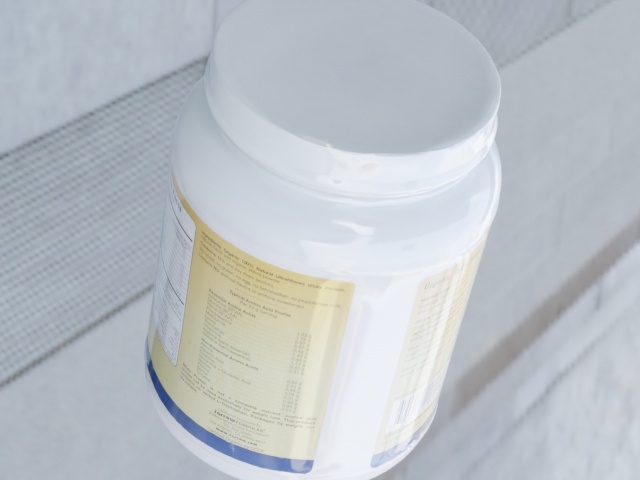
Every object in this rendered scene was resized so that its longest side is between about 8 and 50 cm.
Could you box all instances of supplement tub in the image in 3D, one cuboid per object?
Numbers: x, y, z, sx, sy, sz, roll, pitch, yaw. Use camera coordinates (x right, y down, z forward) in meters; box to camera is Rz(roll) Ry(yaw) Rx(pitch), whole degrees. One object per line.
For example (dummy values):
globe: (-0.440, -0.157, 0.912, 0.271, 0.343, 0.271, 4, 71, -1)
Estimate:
supplement tub: (0.000, 0.000, 1.206, 0.228, 0.228, 0.316, -49, 159, -46)
